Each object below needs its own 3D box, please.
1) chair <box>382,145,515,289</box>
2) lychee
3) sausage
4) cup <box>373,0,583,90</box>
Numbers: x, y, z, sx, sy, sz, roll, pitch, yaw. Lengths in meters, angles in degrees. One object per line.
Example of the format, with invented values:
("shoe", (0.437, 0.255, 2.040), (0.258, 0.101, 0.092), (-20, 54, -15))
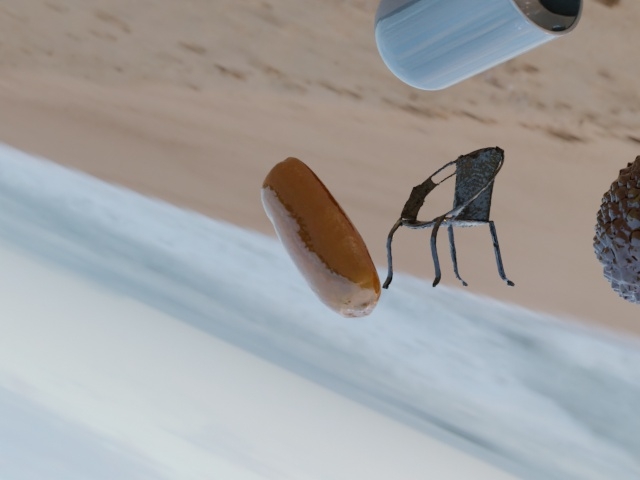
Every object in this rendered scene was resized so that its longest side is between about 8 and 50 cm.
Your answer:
("chair", (0.188, -0.033, 1.931), (0.149, 0.213, 0.174), (6, 175, -31))
("lychee", (0.475, -0.012, 1.825), (0.236, 0.235, 0.271), (21, -157, 35))
("sausage", (0.000, 0.000, 1.677), (0.238, 0.098, 0.098), (56, -169, 30))
("cup", (0.240, -0.373, 2.188), (0.205, 0.205, 0.312), (29, 148, -32))
